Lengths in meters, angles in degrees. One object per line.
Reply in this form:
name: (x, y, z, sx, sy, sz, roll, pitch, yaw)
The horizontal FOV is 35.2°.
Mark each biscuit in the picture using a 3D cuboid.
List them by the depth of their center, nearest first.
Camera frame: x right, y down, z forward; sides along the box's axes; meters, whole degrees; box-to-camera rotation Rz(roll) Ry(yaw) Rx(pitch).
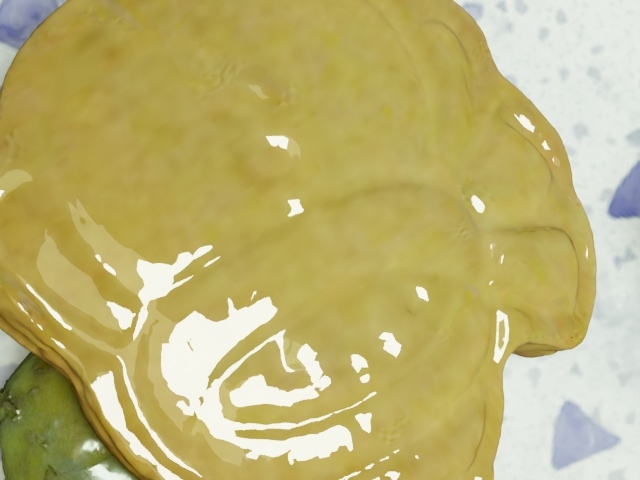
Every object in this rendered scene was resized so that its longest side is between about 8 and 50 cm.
biscuit: (0.000, 0.000, 0.535, 0.312, 0.057, 0.351, -39, 93, -21)

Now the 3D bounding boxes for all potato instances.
potato: (-0.109, 0.138, 0.535, 0.105, 0.085, 0.188, -25, 86, -14)
